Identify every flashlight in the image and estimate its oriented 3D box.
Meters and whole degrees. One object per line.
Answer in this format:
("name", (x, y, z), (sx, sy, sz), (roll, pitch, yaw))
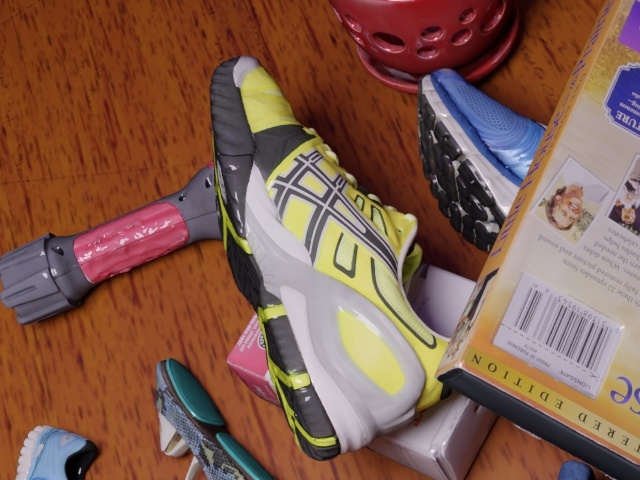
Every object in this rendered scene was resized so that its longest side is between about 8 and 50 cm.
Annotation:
("flashlight", (-0.167, -0.005, 1.281), (0.304, 0.103, 0.103), (-23, 51, 4))

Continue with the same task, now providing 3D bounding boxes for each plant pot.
("plant pot", (0.103, -0.247, 1.280), (0.191, 0.174, 0.191), (-9, 53, 12))

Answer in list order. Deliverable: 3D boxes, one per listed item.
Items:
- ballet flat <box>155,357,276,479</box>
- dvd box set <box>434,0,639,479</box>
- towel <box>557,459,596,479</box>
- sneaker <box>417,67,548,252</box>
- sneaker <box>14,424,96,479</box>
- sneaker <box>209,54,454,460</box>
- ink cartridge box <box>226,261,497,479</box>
("ballet flat", (-0.108, 0.185, 1.176), (0.070, 0.070, 0.188), (-39, 53, -6))
("dvd box set", (0.309, -0.004, 1.047), (0.308, 0.062, 0.420), (28, 70, -5))
("towel", (0.190, 0.236, 1.036), (0.029, 0.067, 0.119), (9, 65, 22))
("sneaker", (0.207, -0.049, 1.181), (0.147, 0.129, 0.330), (-31, 58, -17))
("sneaker", (-0.245, 0.244, 1.187), (0.073, 0.063, 0.162), (2, 62, 17))
("sneaker", (0.000, 0.000, 1.109), (0.147, 0.145, 0.384), (-15, 60, -10))
("ink cartridge box", (0.056, 0.097, 1.150), (0.218, 0.092, 0.158), (21, 70, 30))
